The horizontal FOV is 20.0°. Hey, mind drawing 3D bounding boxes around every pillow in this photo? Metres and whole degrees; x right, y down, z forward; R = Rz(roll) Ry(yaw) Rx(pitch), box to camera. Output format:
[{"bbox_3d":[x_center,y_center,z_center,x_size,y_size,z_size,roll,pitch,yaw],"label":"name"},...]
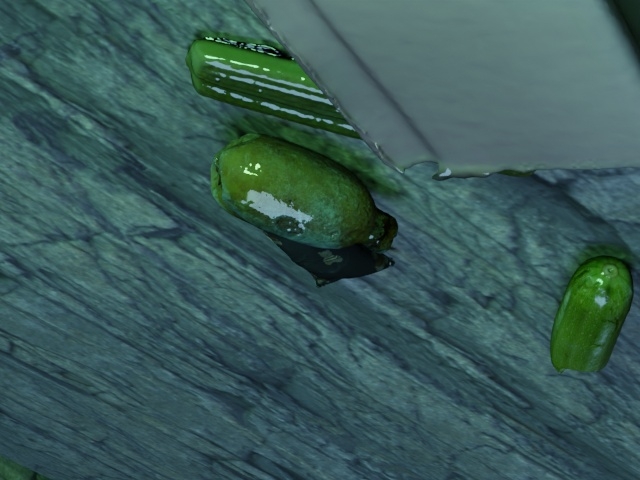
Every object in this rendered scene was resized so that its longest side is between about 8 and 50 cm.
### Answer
[{"bbox_3d":[0.000,0.001,1.833,0.090,0.048,0.150,0,151,36],"label":"pillow"}]

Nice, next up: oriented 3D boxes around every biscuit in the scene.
[{"bbox_3d":[0.037,-0.113,1.570,0.322,0.038,0.099,14,160,1],"label":"biscuit"}]

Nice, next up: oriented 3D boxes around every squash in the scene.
[{"bbox_3d":[0.271,0.081,1.830,0.069,0.069,0.239,13,156,5],"label":"squash"}]

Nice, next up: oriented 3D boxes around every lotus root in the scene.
[{"bbox_3d":[-0.014,-0.039,1.705,0.192,0.088,0.113,21,172,-16],"label":"lotus root"}]

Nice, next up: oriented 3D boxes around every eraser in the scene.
[{"bbox_3d":[0.095,-0.181,1.281,0.272,0.122,0.359,-2,153,30],"label":"eraser"}]
